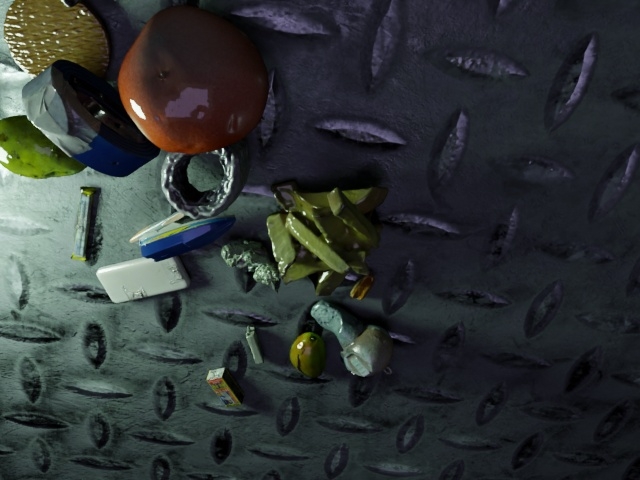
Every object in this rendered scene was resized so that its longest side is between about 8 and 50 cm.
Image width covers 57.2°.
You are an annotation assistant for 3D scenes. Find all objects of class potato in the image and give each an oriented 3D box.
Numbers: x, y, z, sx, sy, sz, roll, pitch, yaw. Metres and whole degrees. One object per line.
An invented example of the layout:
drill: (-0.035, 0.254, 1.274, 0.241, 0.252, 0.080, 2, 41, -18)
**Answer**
potato: (-0.751, -0.253, 1.586, 0.253, 0.148, 0.186, 14, 142, -18)

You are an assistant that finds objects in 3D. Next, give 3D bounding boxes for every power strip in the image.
power strip: (-0.231, 0.370, 2.074, 0.030, 0.047, 0.191, -9, 126, 3)

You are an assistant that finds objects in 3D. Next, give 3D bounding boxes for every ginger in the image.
ginger: (0.000, 0.000, 1.681, 0.359, 0.211, 0.413, 17, 116, -6)

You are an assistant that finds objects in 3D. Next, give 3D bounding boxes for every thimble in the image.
thimble: (-0.306, -0.183, 1.587, 0.217, 0.157, 0.245, 41, 108, -12)

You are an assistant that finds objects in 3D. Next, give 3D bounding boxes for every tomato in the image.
tomato: (-0.294, -0.365, 1.368, 0.342, 0.273, 0.341, -1, 84, 10)

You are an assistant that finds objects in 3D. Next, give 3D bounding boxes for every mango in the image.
mango: (-0.042, 0.410, 2.063, 0.125, 0.111, 0.232, 12, 139, 10)

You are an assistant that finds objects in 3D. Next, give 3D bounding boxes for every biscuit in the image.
biscuit: (-0.730, -0.044, 1.805, 0.048, 0.026, 0.292, 15, 126, -13)
biscuit: (-0.653, -0.497, 1.468, 0.262, 0.037, 0.262, 1, 126, 2)

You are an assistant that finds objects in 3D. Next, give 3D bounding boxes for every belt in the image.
belt: (-0.569, -0.296, 1.485, 0.117, 0.212, 0.347, -26, 143, 20)

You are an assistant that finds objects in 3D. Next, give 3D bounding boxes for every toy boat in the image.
toy boat: (-0.388, -0.022, 1.767, 0.295, 0.088, 0.129, -18, 164, 10)

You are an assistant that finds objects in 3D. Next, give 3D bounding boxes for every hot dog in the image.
hot dog: (0.141, 0.146, 1.909, 0.056, 0.041, 0.133, 20, 132, -12)

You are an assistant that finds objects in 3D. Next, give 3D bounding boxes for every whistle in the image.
whistle: (0.119, 0.321, 1.985, 0.348, 0.189, 0.189, 44, 118, -1)

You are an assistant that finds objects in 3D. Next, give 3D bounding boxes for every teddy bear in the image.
teddy bear: (-0.196, 0.064, 1.818, 0.213, 0.111, 0.133, 30, 168, 2)

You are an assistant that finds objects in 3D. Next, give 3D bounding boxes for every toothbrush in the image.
toothbrush: (-0.437, -0.071, 1.774, 0.375, 0.037, 0.028, -25, 118, 22)

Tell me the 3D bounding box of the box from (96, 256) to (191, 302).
box: (-0.575, 0.122, 1.911, 0.285, 0.044, 0.142, -13, 122, 11)

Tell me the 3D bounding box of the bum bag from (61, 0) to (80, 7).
bum bag: (-0.644, -0.636, 1.347, 0.248, 0.069, 0.102, 31, 114, -11)

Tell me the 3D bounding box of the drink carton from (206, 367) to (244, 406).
drink carton: (-0.356, 0.553, 2.207, 0.071, 0.056, 0.165, -12, 125, 20)
